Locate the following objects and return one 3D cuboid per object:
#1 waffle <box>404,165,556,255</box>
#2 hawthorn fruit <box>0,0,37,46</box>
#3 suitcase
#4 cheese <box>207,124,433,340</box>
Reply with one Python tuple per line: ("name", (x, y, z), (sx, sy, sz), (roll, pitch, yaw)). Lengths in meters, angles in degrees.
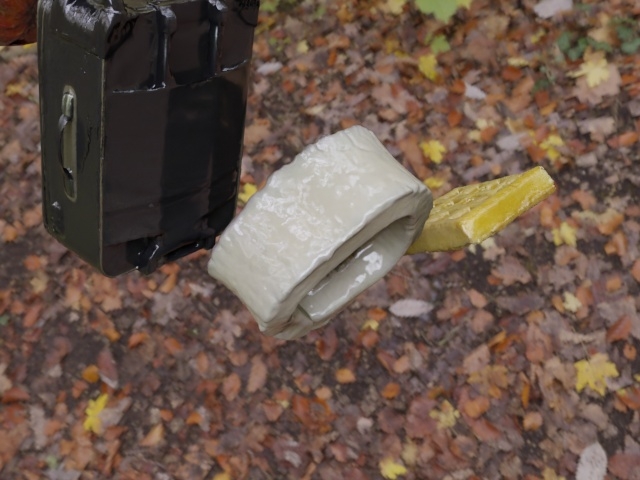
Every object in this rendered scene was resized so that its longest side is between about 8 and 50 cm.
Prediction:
("waffle", (0.242, -0.044, 1.566), (0.221, 0.055, 0.248), (-30, 10, -32))
("hawthorn fruit", (-0.488, -0.390, 1.408), (0.173, 0.179, 0.173), (-27, 2, 1))
("suitcase", (-0.238, -0.169, 1.233), (0.194, 0.434, 0.283), (29, 37, 33))
("cheese", (0.002, 0.003, 1.352), (0.332, 0.292, 0.153), (-35, 70, -19))
